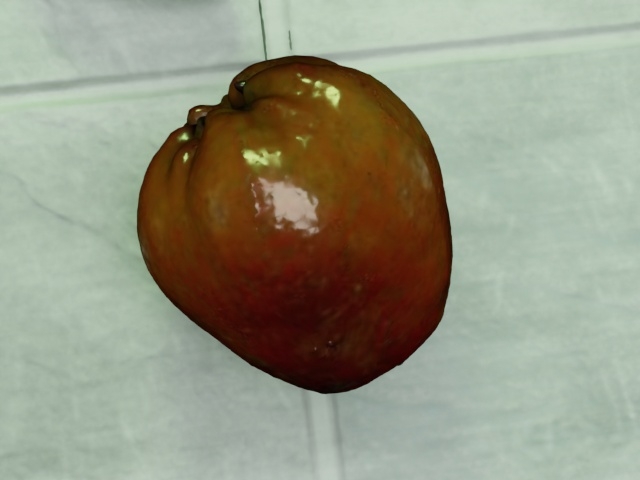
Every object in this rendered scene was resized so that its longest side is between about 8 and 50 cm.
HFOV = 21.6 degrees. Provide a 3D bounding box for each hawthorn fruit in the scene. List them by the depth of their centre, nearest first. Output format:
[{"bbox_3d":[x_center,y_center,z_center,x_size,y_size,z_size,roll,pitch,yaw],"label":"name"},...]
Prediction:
[{"bbox_3d":[0.000,0.000,1.176,0.224,0.224,0.261,-38,112,-8],"label":"hawthorn fruit"}]
